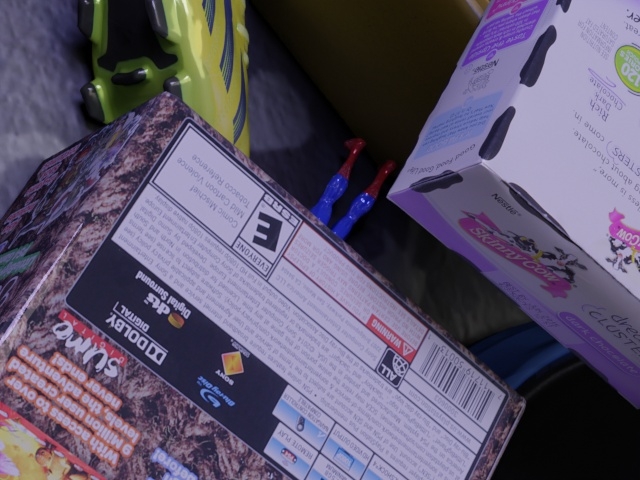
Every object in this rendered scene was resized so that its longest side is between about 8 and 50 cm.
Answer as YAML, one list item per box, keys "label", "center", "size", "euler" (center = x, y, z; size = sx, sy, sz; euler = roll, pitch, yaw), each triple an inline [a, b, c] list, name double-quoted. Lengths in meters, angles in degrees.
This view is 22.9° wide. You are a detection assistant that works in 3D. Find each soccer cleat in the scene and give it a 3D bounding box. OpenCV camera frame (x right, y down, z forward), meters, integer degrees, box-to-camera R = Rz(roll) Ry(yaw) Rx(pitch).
- label: "soccer cleat"
  center: [-0.068, -0.149, 0.801]
  size: [0.121, 0.093, 0.289]
  euler: [-11, 86, -41]

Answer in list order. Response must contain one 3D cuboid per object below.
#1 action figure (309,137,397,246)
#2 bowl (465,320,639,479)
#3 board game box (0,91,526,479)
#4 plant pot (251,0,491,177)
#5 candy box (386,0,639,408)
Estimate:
- label: "action figure"
  center: [0.000, 0.000, 0.850]
  size: [0.038, 0.030, 0.115]
  euler: [37, 67, -15]
- label: "bowl"
  center: [0.175, 0.233, 0.883]
  size: [0.391, 0.077, 0.391]
  euler: [7, 76, -31]
- label: "board game box"
  center: [-0.084, 0.126, 0.700]
  size: [0.232, 0.141, 0.291]
  euler: [41, 61, -19]
- label: "plant pot"
  center: [0.088, -0.146, 0.842]
  size: [0.212, 0.187, 0.212]
  euler: [52, 58, -14]
- label: "candy box"
  center: [0.143, -0.051, 0.702]
  size: [0.165, 0.070, 0.196]
  euler: [40, 61, -20]
